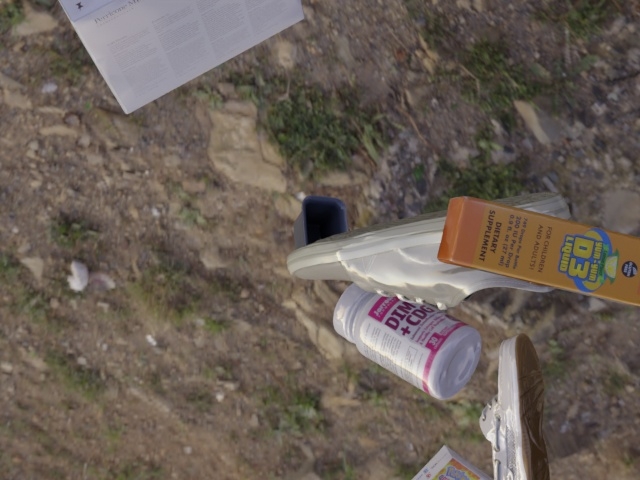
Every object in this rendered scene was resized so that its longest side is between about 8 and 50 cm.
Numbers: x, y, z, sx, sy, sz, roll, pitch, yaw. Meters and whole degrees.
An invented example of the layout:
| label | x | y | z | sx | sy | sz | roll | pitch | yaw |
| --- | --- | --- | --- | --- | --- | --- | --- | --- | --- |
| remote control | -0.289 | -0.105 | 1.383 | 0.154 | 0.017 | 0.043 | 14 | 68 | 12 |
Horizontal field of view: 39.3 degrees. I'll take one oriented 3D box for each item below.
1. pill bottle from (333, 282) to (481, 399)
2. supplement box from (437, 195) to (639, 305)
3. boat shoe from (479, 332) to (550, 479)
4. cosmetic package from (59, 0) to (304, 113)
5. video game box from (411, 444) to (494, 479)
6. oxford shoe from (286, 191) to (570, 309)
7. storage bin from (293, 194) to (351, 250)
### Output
| label | x | y | z | sx | sy | sz | roll | pitch | yaw |
| --- | --- | --- | --- | --- | --- | --- | --- | --- | --- |
| pill bottle | 0.172 | 0.194 | 1.838 | 0.160 | 0.283 | 0.160 | -29 | 132 | -38 |
| supplement box | 0.254 | 0.012 | 0.988 | 0.234 | 0.080 | 0.078 | 12 | 89 | -6 |
| boat shoe | 0.288 | 0.279 | 1.380 | 0.096 | 0.098 | 0.276 | 0 | 96 | 37 |
| cosmetic package | -0.222 | -0.402 | 1.514 | 0.377 | 0.097 | 0.284 | -30 | 161 | -7 |
| video game box | 0.247 | 0.510 | 1.702 | 0.205 | 0.048 | 0.187 | 38 | 96 | -25 |
| oxford shoe | 0.129 | 0.031 | 1.208 | 0.449 | 0.169 | 0.130 | -8 | 99 | 41 |
| storage bin | 0.000 | 0.000 | 1.606 | 0.098 | 0.135 | 0.091 | 5 | 157 | -22 |
